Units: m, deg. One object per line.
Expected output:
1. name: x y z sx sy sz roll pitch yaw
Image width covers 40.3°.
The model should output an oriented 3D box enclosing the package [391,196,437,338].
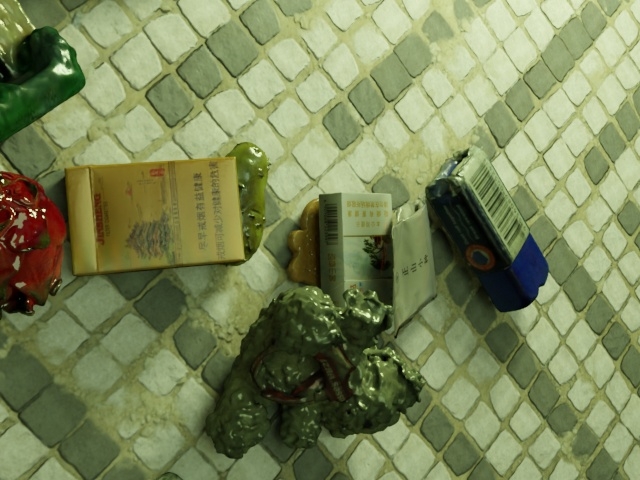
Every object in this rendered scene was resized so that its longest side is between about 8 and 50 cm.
1. package: 0.166 0.046 1.656 0.251 0.062 0.204 -39 126 -60

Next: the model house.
1. model house: -0.574 -0.243 1.159 0.382 0.334 0.343 -44 109 -37

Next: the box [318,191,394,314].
1. box: 0.069 0.028 1.632 0.149 0.067 0.233 -2 89 -45

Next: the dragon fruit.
1. dragon fruit: -0.466 0.011 1.271 0.192 0.274 0.193 15 45 10

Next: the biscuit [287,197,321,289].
1. biscuit: -0.005 0.002 1.636 0.133 0.027 0.184 11 81 -35

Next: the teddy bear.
1. teddy bear: 0.028 0.240 1.502 0.367 0.225 0.357 24 117 -21

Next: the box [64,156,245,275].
1. box: -0.266 -0.040 1.412 0.273 0.076 0.174 -5 86 -11

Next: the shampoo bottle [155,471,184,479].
1. shampoo bottle: -0.213 0.531 1.440 0.153 0.071 0.284 -42 105 -25

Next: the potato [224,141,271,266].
1. potato: -0.147 -0.064 1.523 0.117 0.090 0.226 16 79 -29

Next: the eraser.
1. eraser: 0.347 -0.025 1.793 0.332 0.101 0.155 57 46 -17
